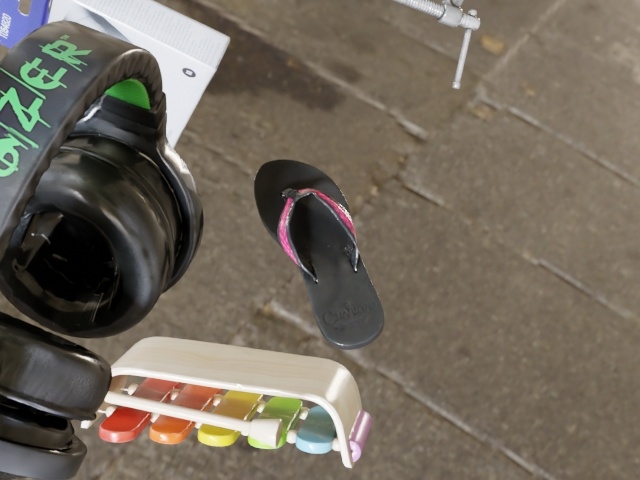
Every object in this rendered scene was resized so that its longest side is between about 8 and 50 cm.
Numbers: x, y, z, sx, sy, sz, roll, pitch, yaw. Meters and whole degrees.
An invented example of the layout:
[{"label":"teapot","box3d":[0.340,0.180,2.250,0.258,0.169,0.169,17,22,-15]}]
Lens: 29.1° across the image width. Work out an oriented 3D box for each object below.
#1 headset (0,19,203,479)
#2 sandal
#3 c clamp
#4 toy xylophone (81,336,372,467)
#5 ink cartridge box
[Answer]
[{"label":"headset","box3d":[-0.193,0.031,0.747,0.185,0.394,0.243,22,57,6]},{"label":"sandal","box3d":[0.000,0.000,0.943,0.067,0.040,0.179,-23,58,-5]},{"label":"c clamp","box3d":[0.068,-0.217,1.004,0.160,0.137,0.022,21,-11,-22]},{"label":"toy xylophone","box3d":[-0.110,0.178,1.332,0.322,0.081,0.236,9,14,17]},{"label":"ink cartridge box","box3d":[-0.219,-0.182,1.200,0.224,0.223,0.045,26,65,-8]}]
